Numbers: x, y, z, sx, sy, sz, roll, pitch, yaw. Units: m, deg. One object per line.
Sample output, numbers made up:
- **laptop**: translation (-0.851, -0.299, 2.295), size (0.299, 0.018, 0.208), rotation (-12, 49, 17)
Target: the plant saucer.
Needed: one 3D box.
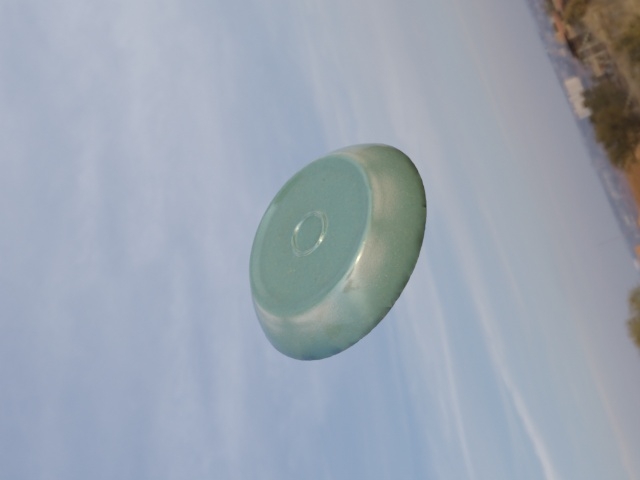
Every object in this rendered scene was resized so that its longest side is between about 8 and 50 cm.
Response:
- **plant saucer**: translation (0.000, 0.000, 0.411), size (0.021, 0.119, 0.119), rotation (29, -140, -37)
